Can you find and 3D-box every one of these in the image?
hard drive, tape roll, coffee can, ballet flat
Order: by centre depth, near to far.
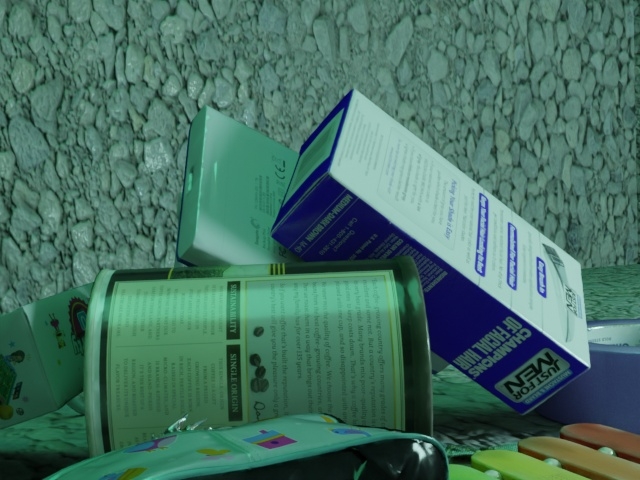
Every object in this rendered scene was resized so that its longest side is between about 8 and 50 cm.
[{"bbox_3d":[0.146,0.198,0.838,0.114,0.041,0.041,0,3,12],"label":"ballet flat"},{"bbox_3d":[-0.052,0.118,0.854,0.276,0.201,0.201,-2,2,-2],"label":"coffee can"},{"bbox_3d":[0.000,0.000,1.033,0.319,0.210,0.040,26,-51,-26],"label":"hard drive"},{"bbox_3d":[0.382,0.150,1.112,0.275,0.090,0.275,-1,2,0],"label":"tape roll"}]

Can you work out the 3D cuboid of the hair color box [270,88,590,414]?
[{"bbox_3d":[0.123,0.011,1.018,0.339,0.110,0.185,35,33,-13],"label":"hair color box"}]

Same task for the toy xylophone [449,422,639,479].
[{"bbox_3d":[0.176,0.182,0.610,0.323,0.081,0.236,-4,4,-34],"label":"toy xylophone"}]

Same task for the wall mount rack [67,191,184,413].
[{"bbox_3d":[-0.167,0.084,1.147,0.350,0.130,0.304,1,45,52],"label":"wall mount rack"}]

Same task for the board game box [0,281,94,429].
[{"bbox_3d":[-0.354,0.138,0.906,0.304,0.097,0.224,-19,1,7],"label":"board game box"}]

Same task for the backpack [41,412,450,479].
[{"bbox_3d":[-0.044,0.156,0.391,0.188,0.165,0.144,0,-1,-44],"label":"backpack"}]
